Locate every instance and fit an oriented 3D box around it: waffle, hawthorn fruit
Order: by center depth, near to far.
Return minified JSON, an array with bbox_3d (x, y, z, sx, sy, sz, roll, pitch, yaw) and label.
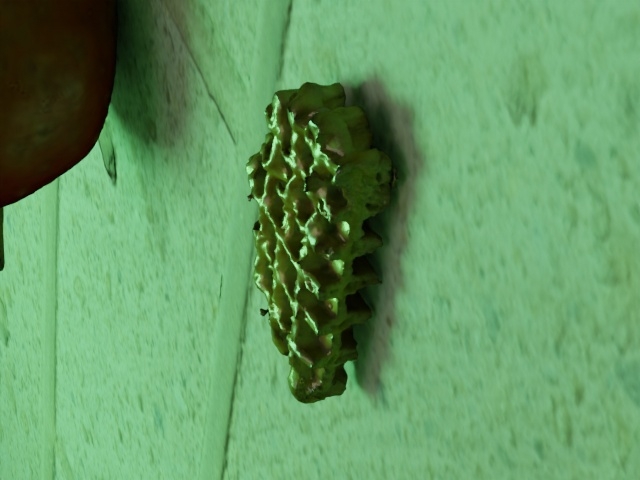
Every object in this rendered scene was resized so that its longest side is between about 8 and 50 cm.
[{"bbox_3d":[0.000,0.000,1.037,0.192,0.046,0.161,143,114,-69],"label":"waffle"},{"bbox_3d":[-0.277,-0.130,1.420,0.287,0.287,0.330,-147,41,-64],"label":"hawthorn fruit"}]
